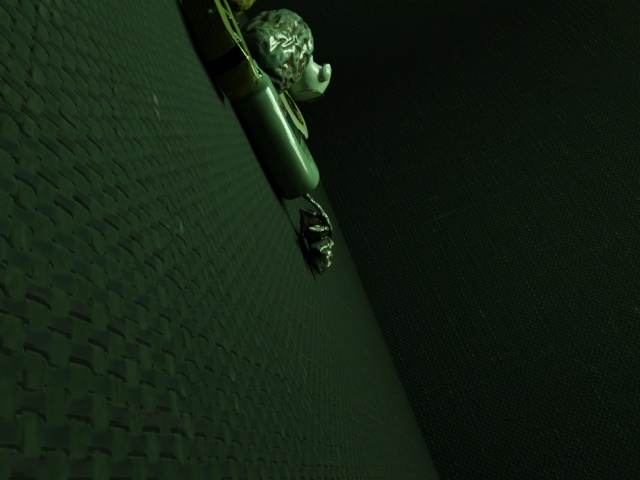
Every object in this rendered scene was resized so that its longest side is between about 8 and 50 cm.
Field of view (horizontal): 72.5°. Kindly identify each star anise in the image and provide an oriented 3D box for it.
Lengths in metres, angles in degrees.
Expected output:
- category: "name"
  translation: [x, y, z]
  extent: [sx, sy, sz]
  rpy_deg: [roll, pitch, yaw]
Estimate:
- category: "star anise"
  translation: [-0.008, -0.015, 1.242]
  extent: [0.209, 0.089, 0.231]
  rpy_deg: [-114, -165, -54]

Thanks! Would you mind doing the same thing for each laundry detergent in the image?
- category: "laundry detergent"
  translation: [-0.142, -0.329, 1.202]
  extent: [0.264, 0.124, 0.398]
  rpy_deg: [-98, 161, -61]

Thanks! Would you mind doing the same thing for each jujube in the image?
- category: "jujube"
  translation: [-0.146, -0.594, 1.377]
  extent: [0.226, 0.226, 0.317]
  rpy_deg: [63, 39, -31]

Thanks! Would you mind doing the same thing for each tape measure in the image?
- category: "tape measure"
  translation: [-0.137, -0.411, 1.526]
  extent: [0.231, 0.133, 0.271]
  rpy_deg: [49, 16, -45]

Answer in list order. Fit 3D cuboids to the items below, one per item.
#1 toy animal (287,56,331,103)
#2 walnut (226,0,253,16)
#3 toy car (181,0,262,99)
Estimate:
- category: "toy animal"
  translation: [-0.117, -0.599, 1.639]
  extent: [0.208, 0.325, 0.154]
  rpy_deg: [30, 58, -82]
- category: "walnut"
  translation: [-0.293, -0.832, 1.332]
  extent: [0.257, 0.257, 0.224]
  rpy_deg: [61, 40, -43]
- category: "toy car"
  translation: [-0.231, -0.458, 1.005]
  extent: [0.257, 0.101, 0.124]
  rpy_deg: [66, 11, 16]
